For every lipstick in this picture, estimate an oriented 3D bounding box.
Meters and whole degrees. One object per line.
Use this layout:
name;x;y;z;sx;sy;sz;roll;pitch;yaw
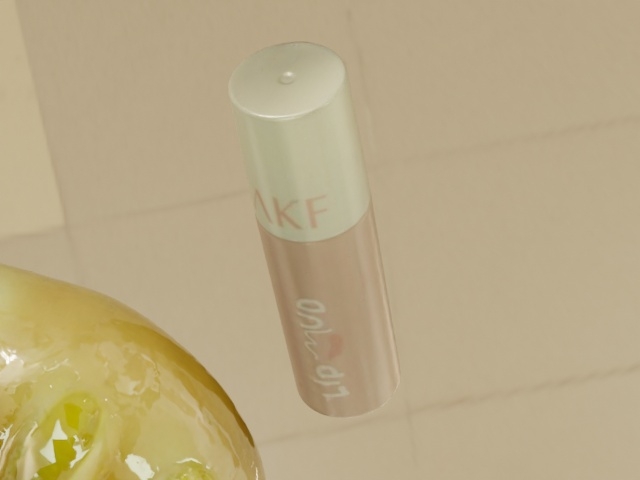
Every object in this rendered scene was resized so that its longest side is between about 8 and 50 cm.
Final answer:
lipstick;0.000;0.000;1.107;0.070;0.070;0.254;-14;133;-2

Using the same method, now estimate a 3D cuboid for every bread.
bread;-0.191;0.164;1.055;0.333;0.160;0.333;10;126;13
